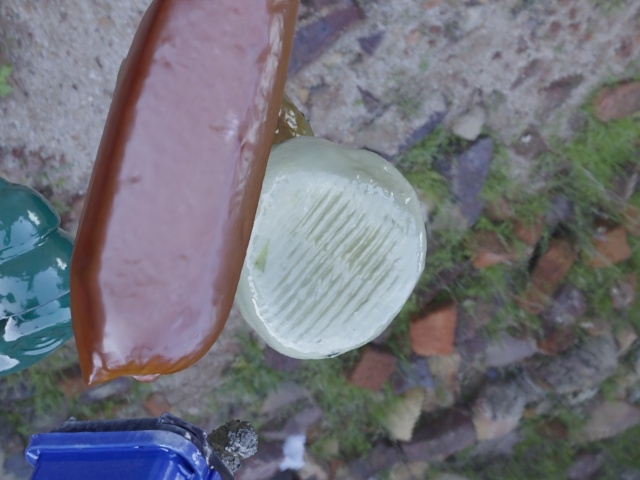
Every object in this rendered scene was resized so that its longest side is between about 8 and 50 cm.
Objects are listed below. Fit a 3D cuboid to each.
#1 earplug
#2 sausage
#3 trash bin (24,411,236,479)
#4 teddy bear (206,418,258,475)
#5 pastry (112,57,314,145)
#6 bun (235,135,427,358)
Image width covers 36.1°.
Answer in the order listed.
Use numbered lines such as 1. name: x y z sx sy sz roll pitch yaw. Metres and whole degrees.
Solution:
1. earplug: -0.381 0.051 1.163 0.164 0.258 0.280 -33 122 -46
2. sausage: -0.065 -0.086 0.546 0.094 0.097 0.348 15 89 -11
3. trash bin: -0.153 0.263 0.712 0.163 0.234 0.184 -8 129 27
4. teddy bear: -0.177 0.377 1.527 0.182 0.129 0.251 -43 150 -53
5. pastry: -0.140 -0.127 1.293 0.330 0.329 0.136 26 136 -38
6. bun: 0.000 0.000 1.162 0.259 0.160 0.259 -1 98 -10
